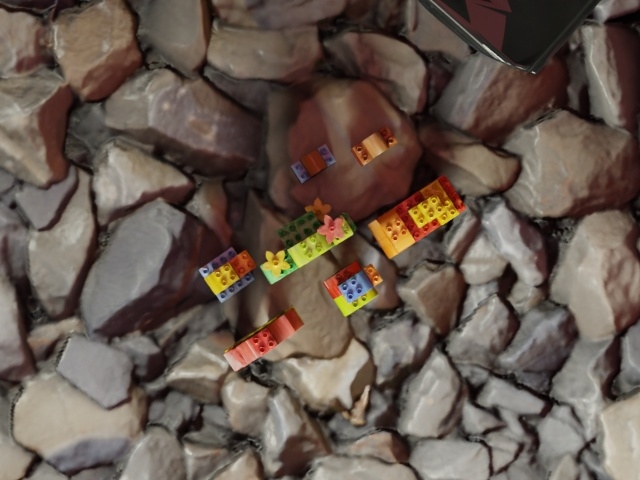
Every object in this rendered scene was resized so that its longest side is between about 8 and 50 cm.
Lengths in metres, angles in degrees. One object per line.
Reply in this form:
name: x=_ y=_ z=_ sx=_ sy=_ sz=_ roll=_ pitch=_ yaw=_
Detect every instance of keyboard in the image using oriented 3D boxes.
keyboard: x=0.181 y=-0.299 z=1.182 sx=0.201 sy=0.033 sz=0.317 roll=40 pitch=88 yaw=-8

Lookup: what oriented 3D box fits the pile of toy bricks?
pile of toy bricks: x=0.000 y=0.000 z=1.140 sx=0.212 sy=0.105 sz=0.118 roll=-34 pitch=91 yaw=-1
